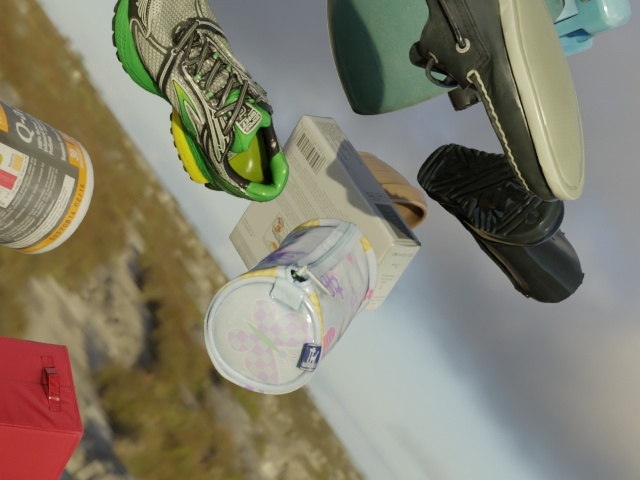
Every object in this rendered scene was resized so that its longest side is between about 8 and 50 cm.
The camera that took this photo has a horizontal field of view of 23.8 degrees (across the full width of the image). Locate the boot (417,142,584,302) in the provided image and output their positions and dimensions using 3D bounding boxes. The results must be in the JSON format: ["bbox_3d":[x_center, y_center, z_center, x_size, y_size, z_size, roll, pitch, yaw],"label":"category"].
[{"bbox_3d":[0.237,-0.006,1.701,0.207,0.094,0.246,42,-6,-30],"label":"boot"}]

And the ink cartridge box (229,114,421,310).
[{"bbox_3d":[0.000,0.000,2.130,0.060,0.239,0.275,4,40,-40],"label":"ink cartridge box"}]

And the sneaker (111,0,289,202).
[{"bbox_3d":[-0.126,-0.189,1.815,0.146,0.134,0.343,22,-29,45],"label":"sneaker"}]

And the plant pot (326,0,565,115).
[{"bbox_3d":[0.122,-0.309,1.832,0.195,0.290,0.290,61,-5,-17],"label":"plant pot"}]

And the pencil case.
[{"bbox_3d":[-0.022,0.055,1.467,0.114,0.124,0.273,17,14,10],"label":"pencil case"}]

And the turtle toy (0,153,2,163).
[{"bbox_3d":[-0.403,-0.065,1.618,0.130,0.095,0.066,24,11,-18],"label":"turtle toy"}]

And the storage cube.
[{"bbox_3d":[-0.482,0.264,2.236,0.193,0.215,0.183,11,38,-28],"label":"storage cube"}]

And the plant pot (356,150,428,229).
[{"bbox_3d":[0.043,-0.067,2.362,0.237,0.237,0.109,64,15,-73],"label":"plant pot"}]

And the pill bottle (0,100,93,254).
[{"bbox_3d":[-0.417,-0.096,1.814,0.278,0.162,0.162,29,18,-51],"label":"pill bottle"}]

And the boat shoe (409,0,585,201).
[{"bbox_3d":[0.121,-0.183,1.254,0.127,0.113,0.340,-15,86,-65],"label":"boat shoe"}]

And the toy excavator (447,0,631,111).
[{"bbox_3d":[0.318,-0.341,1.994,0.433,0.445,0.222,-23,92,-53],"label":"toy excavator"}]
